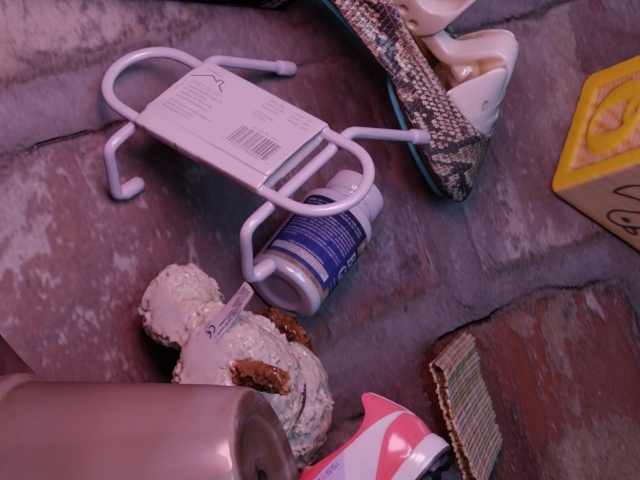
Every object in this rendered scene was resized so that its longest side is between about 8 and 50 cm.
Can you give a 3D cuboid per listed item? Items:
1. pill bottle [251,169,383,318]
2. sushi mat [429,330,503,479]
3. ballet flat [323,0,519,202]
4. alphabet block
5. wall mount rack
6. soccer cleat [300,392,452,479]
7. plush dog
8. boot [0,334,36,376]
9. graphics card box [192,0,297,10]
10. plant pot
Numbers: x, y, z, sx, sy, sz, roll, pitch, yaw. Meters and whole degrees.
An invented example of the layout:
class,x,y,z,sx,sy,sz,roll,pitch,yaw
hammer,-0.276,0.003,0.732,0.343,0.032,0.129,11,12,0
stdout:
class,x,y,z,sx,sy,sz,roll,pitch,yaw
pill bottle,0.000,0.000,1.878,0.094,0.094,0.169,47,59,-15
sushi mat,0.170,0.190,1.863,0.316,0.019,0.151,-18,92,-79
ballet flat,0.117,-0.245,1.883,0.483,0.182,0.164,56,28,-29
alphabet block,0.451,-0.114,2.141,0.197,0.192,0.193,32,62,-23
wall mount rack,-0.057,-0.113,1.789,0.304,0.350,0.130,-42,148,-29
soccer cleat,0.000,0.306,1.731,0.116,0.108,0.318,41,92,18
plush dog,-0.067,0.163,1.760,0.225,0.210,0.262,26,64,-53
boot,-0.362,0.072,1.651,0.207,0.090,0.248,47,57,-30
graphics card box,-0.185,-0.393,1.849,0.371,0.094,0.233,0,79,-32
plant pot,-0.172,0.258,1.514,0.323,0.280,0.323,-14,90,-76
